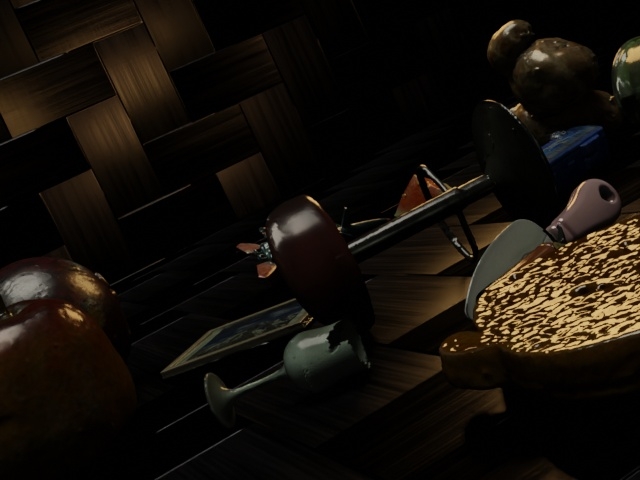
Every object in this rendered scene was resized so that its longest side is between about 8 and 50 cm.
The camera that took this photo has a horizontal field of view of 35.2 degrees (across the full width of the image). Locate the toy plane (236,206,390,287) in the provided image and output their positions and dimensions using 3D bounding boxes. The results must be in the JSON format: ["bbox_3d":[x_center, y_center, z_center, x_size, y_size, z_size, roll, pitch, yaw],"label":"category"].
[{"bbox_3d":[-0.001,-0.006,2.106,0.326,0.104,0.223,-23,34,-14],"label":"toy plane"}]

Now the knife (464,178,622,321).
[{"bbox_3d":[0.283,0.001,1.308,0.336,0.081,0.043,-31,-12,-37],"label":"knife"}]

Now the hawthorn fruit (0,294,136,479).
[{"bbox_3d":[-0.400,0.190,1.343,0.268,0.300,0.268,-21,2,1],"label":"hawthorn fruit"}]

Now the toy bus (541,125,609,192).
[{"bbox_3d":[0.426,-0.134,1.802,0.236,0.079,0.094,-31,26,-36],"label":"toy bus"}]

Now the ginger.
[{"bbox_3d":[0.442,-0.284,1.939,0.245,0.304,0.155,3,37,38],"label":"ginger"}]

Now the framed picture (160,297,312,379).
[{"bbox_3d":[-0.115,0.154,1.720,0.281,0.019,0.209,-22,8,21],"label":"framed picture"}]

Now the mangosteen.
[{"bbox_3d":[-0.481,0.179,1.752,0.311,0.311,0.311,-24,8,4],"label":"mangosteen"}]

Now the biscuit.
[{"bbox_3d":[0.282,0.064,0.967,0.350,0.070,0.394,-26,7,7],"label":"biscuit"}]

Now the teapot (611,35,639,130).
[{"bbox_3d":[0.685,-0.312,1.742,0.270,0.200,0.337,-29,7,-27],"label":"teapot"}]

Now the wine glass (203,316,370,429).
[{"bbox_3d":[-0.040,0.162,1.241,0.196,0.079,0.079,-25,8,11],"label":"wine glass"}]

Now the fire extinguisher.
[{"bbox_3d":[0.257,0.038,1.229,0.177,0.062,0.050,-33,-1,-39],"label":"fire extinguisher"}]

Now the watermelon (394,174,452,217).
[{"bbox_3d":[0.206,-0.090,2.072,0.135,0.094,0.125,-28,16,10],"label":"watermelon"}]

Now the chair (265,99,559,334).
[{"bbox_3d":[0.114,-0.019,1.435,0.401,0.226,0.226,-27,8,-12],"label":"chair"}]
